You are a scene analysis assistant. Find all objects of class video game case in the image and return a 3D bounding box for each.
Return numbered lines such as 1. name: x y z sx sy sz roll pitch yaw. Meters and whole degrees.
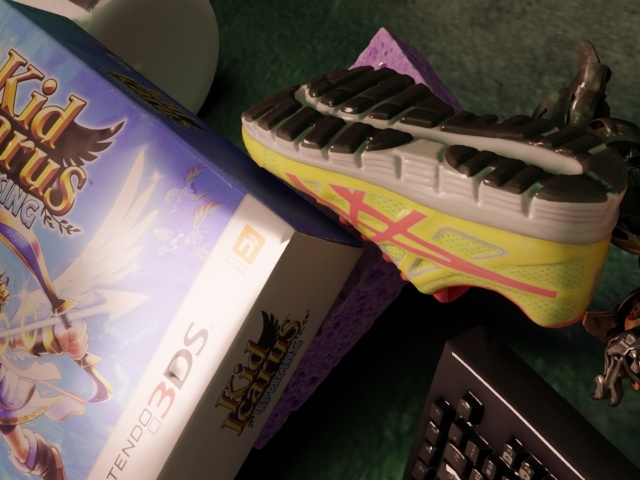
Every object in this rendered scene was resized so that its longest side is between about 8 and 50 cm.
1. video game case: -0.136 0.036 0.840 0.269 0.061 0.244 38 104 36

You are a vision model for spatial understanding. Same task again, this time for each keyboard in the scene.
1. keyboard: 0.148 0.145 0.659 0.033 0.201 0.317 -7 38 -38

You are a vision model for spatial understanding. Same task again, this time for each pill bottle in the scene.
1. pill bottle: -0.191 -0.152 1.032 0.246 0.130 0.130 31 70 35

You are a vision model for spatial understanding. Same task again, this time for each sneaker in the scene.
1. sneaker: 0.043 -0.016 0.735 0.208 0.094 0.081 24 43 38

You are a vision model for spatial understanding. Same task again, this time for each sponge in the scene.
1. sponge: 0.000 0.000 0.845 0.210 0.031 0.117 -49 43 20

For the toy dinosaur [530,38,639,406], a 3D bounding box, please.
1. toy dinosaur: 0.195 -0.011 0.711 0.218 0.164 0.322 -128 59 -71
